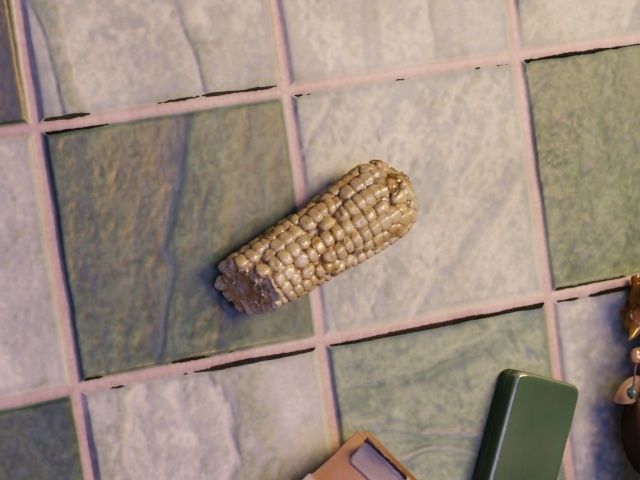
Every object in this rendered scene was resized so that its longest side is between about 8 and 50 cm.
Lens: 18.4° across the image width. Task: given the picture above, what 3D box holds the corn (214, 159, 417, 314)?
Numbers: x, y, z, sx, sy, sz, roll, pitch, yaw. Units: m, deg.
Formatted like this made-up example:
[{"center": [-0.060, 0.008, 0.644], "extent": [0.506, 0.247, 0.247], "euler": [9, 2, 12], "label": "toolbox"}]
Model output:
[{"center": [0.000, 0.000, 1.911], "extent": [0.211, 0.087, 0.087], "euler": [-34, 103, -16], "label": "corn"}]

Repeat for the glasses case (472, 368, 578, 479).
[{"center": [0.202, 0.227, 2.018], "extent": [0.078, 0.039, 0.184], "euler": [15, 88, -20], "label": "glasses case"}]

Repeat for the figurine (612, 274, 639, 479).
[{"center": [0.382, 0.161, 2.014], "extent": [0.161, 0.158, 0.275], "euler": [3, 92, -10], "label": "figurine"}]

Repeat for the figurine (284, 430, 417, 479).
[{"center": [-0.003, 0.293, 1.913], "extent": [0.162, 0.141, 0.237], "euler": [41, 81, 12], "label": "figurine"}]
